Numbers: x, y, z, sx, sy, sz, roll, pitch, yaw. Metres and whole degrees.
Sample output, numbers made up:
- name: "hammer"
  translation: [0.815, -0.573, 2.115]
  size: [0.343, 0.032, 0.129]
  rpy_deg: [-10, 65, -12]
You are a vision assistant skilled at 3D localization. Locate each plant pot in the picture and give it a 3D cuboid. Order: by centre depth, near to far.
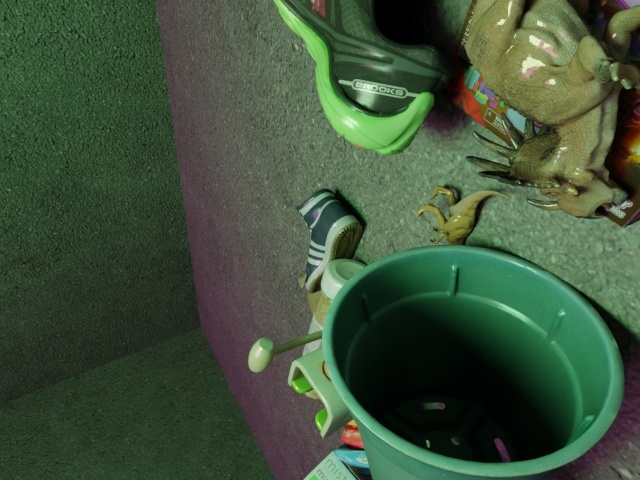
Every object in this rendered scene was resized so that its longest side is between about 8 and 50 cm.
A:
- name: "plant pot"
  translation: [0.191, 0.241, 0.629]
  size: [0.341, 0.341, 0.334]
  rpy_deg: [41, 149, 45]

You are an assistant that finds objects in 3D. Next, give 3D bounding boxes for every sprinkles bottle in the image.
- name: "sprinkles bottle"
  translation: [0.031, 0.218, 1.035]
  size: [0.121, 0.121, 0.355]
  rpy_deg: [45, 132, 41]

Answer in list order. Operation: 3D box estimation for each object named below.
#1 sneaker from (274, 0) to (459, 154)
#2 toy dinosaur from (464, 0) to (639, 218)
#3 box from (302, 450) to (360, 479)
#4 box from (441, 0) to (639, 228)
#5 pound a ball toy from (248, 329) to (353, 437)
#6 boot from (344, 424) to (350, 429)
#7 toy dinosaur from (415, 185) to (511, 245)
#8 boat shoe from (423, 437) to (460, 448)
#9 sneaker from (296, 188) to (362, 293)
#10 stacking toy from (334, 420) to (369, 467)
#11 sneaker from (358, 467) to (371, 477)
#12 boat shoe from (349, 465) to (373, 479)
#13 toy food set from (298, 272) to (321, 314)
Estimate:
- name: "sneaker"
  translation: [0.061, -0.353, 0.656]
  size: [0.202, 0.185, 0.483]
  rpy_deg: [-41, 61, 36]
- name: "toy dinosaur"
  translation: [0.203, -0.164, 0.417]
  size: [0.200, 0.127, 0.296]
  rpy_deg: [124, 129, -66]
- name: "box"
  translation: [0.075, 0.614, 0.968]
  size: [0.262, 0.126, 0.231]
  rpy_deg: [46, 164, 19]
- name: "box"
  translation: [0.271, -0.183, 0.465]
  size: [0.293, 0.057, 0.201]
  rpy_deg: [53, 147, 33]
- name: "pound a ball toy"
  translation: [0.047, 0.215, 0.842]
  size: [0.208, 0.319, 0.136]
  rpy_deg: [50, 142, 32]
- name: "boot"
  translation: [0.071, 0.447, 1.214]
  size: [0.280, 0.096, 0.264]
  rpy_deg: [51, 143, 29]
- name: "toy dinosaur"
  translation: [0.217, -0.042, 0.677]
  size: [0.112, 0.064, 0.211]
  rpy_deg: [37, 151, 21]
- name: "boat shoe"
  translation: [0.289, 0.456, 0.789]
  size: [0.306, 0.113, 0.105]
  rpy_deg: [-135, 40, -68]
- name: "sneaker"
  translation: [0.000, 0.000, 1.052]
  size: [0.153, 0.099, 0.282]
  rpy_deg: [55, 145, 26]
- name: "stacking toy"
  translation: [0.126, 0.325, 0.955]
  size: [0.166, 0.175, 0.302]
  rpy_deg: [59, -148, -67]
- name: "sneaker"
  translation: [0.139, 0.480, 1.039]
  size: [0.366, 0.150, 0.135]
  rpy_deg: [56, 148, 26]
- name: "boat shoe"
  translation: [0.161, 0.674, 1.188]
  size: [0.103, 0.113, 0.302]
  rpy_deg: [47, 154, 6]
- name: "toy food set"
  translation: [0.004, 0.171, 1.235]
  size: [0.132, 0.038, 0.192]
  rpy_deg: [-53, 54, 51]
